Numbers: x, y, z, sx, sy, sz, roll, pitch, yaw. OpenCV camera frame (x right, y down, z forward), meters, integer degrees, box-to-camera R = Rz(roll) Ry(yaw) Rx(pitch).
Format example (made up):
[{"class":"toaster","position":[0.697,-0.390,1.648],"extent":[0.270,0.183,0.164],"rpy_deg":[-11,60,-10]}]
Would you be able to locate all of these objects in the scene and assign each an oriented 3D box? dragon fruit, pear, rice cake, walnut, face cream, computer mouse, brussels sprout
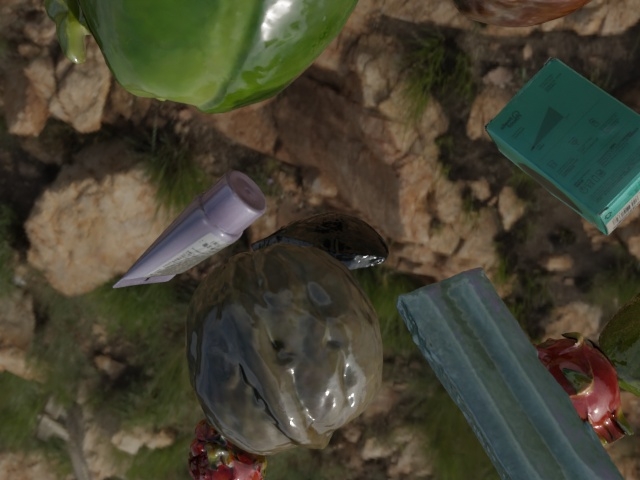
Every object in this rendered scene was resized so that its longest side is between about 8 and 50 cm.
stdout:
[{"class":"dragon fruit","position":[-0.171,0.385,1.554],"extent":[0.150,0.133,0.208],"rpy_deg":[6,126,25]},{"class":"pear","position":[0.559,0.159,1.348],"extent":[0.269,0.212,0.212],"rpy_deg":[-14,128,32]},{"class":"rice cake","position":[0.148,0.125,0.695],"extent":[0.085,0.226,0.040],"rpy_deg":[-26,161,-16]},{"class":"walnut","position":[-0.039,0.115,0.927],"extent":[0.224,0.224,0.224],"rpy_deg":[8,134,8]},{"class":"face cream","position":[-0.212,-0.002,1.471],"extent":[0.274,0.154,0.096],"rpy_deg":[-39,78,23]},{"class":"dragon fruit","position":[0.238,0.140,0.820],"extent":[0.081,0.086,0.116],"rpy_deg":[-41,72,19]},{"class":"computer mouse","position":[0.000,0.000,1.177],"extent":[0.217,0.122,0.074],"rpy_deg":[-2,95,54]},{"class":"brussels sprout","position":[-0.108,-0.306,0.805],"extent":[0.275,0.371,0.315],"rpy_deg":[-3,130,-38]}]

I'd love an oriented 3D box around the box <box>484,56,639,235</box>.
[{"class":"box","position":[0.504,-0.185,1.719],"extent":[0.205,0.311,0.118],"rpy_deg":[-46,148,1]}]

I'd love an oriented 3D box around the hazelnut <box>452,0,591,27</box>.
[{"class":"hazelnut","position":[0.166,-0.235,0.705],"extent":[0.143,0.143,0.154],"rpy_deg":[27,157,-11]}]
